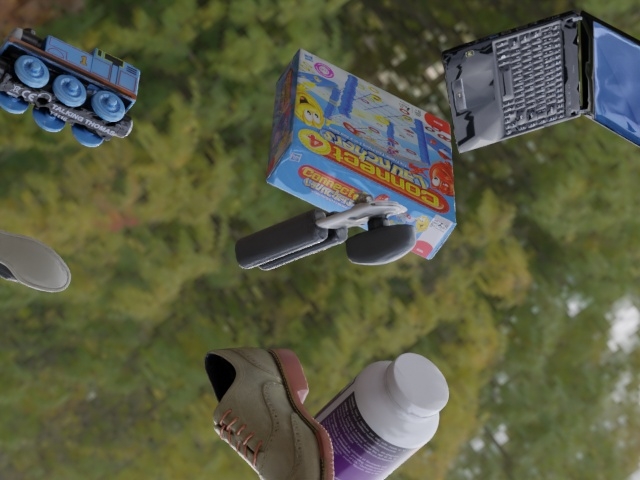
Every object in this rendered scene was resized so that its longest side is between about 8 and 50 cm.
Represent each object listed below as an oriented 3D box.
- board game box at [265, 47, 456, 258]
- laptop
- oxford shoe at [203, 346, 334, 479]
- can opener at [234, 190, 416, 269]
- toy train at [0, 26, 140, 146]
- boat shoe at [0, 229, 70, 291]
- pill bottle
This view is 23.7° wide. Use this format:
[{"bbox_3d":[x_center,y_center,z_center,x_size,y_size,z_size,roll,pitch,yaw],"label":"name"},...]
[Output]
[{"bbox_3d":[0.070,-0.147,2.515,0.086,0.308,0.302,-55,-161,32],"label":"board game box"},{"bbox_3d":[0.300,-0.156,1.852,0.264,0.136,0.234,-17,151,1],"label":"laptop"},{"bbox_3d":[-0.082,0.292,2.177,0.397,0.146,0.140,-117,-137,-57],"label":"oxford shoe"},{"bbox_3d":[0.000,0.000,2.015,0.280,0.093,0.074,-15,164,41],"label":"can opener"},{"bbox_3d":[-0.298,-0.182,1.766,0.080,0.184,0.105,-42,-146,41],"label":"toy train"},{"bbox_3d":[-0.502,0.026,2.455,0.065,0.206,0.075,-23,-136,66],"label":"boat shoe"},{"bbox_3d":[0.099,0.349,2.871,0.323,0.181,0.181,-47,178,39],"label":"pill bottle"}]
